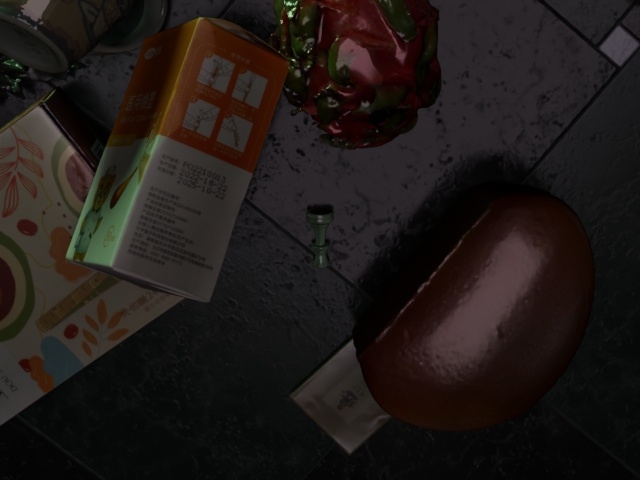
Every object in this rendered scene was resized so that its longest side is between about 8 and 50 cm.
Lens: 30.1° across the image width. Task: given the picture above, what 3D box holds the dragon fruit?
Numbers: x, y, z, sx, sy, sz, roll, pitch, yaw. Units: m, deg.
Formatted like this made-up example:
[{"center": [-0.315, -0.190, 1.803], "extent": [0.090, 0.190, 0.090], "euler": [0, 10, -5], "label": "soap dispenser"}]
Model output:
[{"center": [0.047, -0.275, 1.616], "extent": [0.237, 0.231, 0.303], "euler": [-11, 100, 6], "label": "dragon fruit"}]

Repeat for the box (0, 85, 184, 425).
[{"center": [-0.430, 0.030, 1.731], "extent": [0.385, 0.122, 0.344], "euler": [-35, 106, 8], "label": "box"}]

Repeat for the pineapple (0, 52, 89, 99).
[{"center": [-0.522, -0.240, 1.685], "extent": [0.364, 0.165, 0.166], "euler": [-25, 101, -3], "label": "pineapple"}]

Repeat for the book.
[{"center": [0.069, 0.221, 1.837], "extent": [0.198, 0.016, 0.138], "euler": [-43, 99, 9], "label": "book"}]

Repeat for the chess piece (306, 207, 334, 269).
[{"center": [0.000, 0.000, 1.779], "extent": [0.042, 0.042, 0.093], "euler": [-1, 110, 1], "label": "chess piece"}]

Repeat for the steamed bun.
[{"center": [0.238, 0.107, 1.695], "extent": [0.248, 0.235, 0.379], "euler": [40, 96, -7], "label": "steamed bun"}]

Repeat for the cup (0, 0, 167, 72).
[{"center": [-0.322, -0.340, 1.586], "extent": [0.227, 0.301, 0.257], "euler": [15, 71, 34], "label": "cup"}]

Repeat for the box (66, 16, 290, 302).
[{"center": [-0.190, -0.106, 1.567], "extent": [0.143, 0.225, 0.341], "euler": [21, 83, -26], "label": "box"}]
